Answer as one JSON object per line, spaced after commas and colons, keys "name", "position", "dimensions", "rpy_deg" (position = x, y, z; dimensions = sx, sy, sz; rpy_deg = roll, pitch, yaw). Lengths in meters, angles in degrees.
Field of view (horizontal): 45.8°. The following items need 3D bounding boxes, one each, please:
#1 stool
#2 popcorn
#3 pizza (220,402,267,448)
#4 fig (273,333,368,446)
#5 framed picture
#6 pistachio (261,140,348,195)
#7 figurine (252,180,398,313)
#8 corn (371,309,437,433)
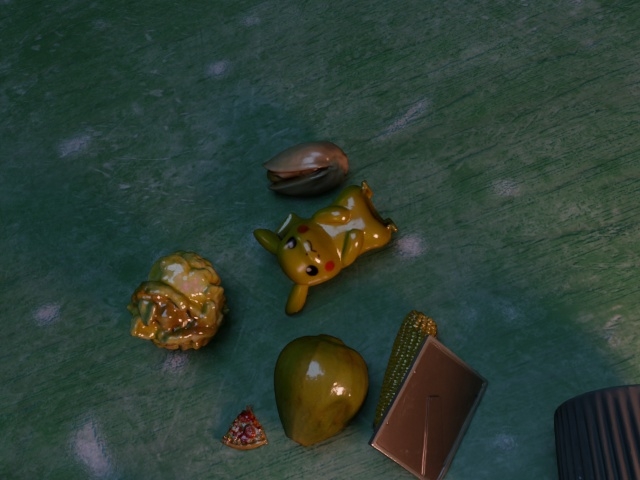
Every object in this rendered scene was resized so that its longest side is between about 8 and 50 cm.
{"name": "stool", "position": [0.561, 0.450, 1.333], "dimensions": [0.297, 0.297, 0.330], "rpy_deg": [-8, 58, 10]}
{"name": "popcorn", "position": [-0.319, 0.150, 1.737], "dimensions": [0.212, 0.259, 0.259], "rpy_deg": [23, 69, -3]}
{"name": "pizza", "position": [-0.178, 0.425, 1.673], "dimensions": [0.099, 0.029, 0.100], "rpy_deg": [-29, 60, -1]}
{"name": "fig", "position": [0.004, 0.313, 1.593], "dimensions": [0.207, 0.207, 0.230], "rpy_deg": [-9, 85, 10]}
{"name": "framed picture", "position": [0.227, 0.349, 1.544], "dimensions": [0.260, 0.189, 0.023], "rpy_deg": [-59, 21, -18]}
{"name": "pistachio", "position": [-0.036, -0.180, 1.895], "dimensions": [0.215, 0.144, 0.144], "rpy_deg": [-7, 62, 17]}
{"name": "figurine", "position": [0.006, -0.004, 1.768], "dimensions": [0.326, 0.169, 0.218], "rpy_deg": [-32, 83, -11]}
{"name": "corn", "position": [0.187, 0.290, 1.618], "dimensions": [0.106, 0.106, 0.293], "rpy_deg": [10, 63, 19]}
